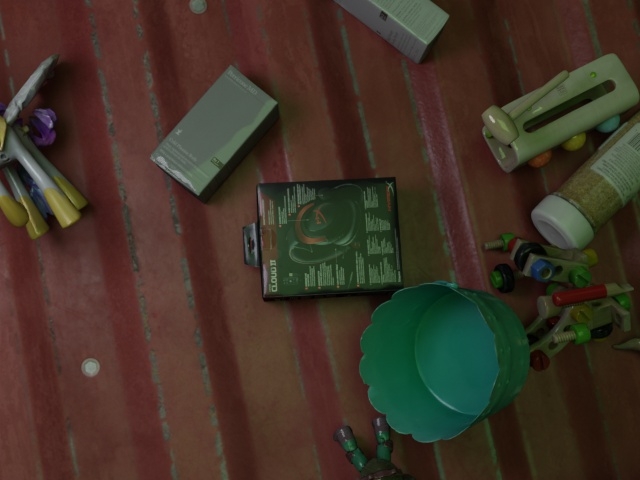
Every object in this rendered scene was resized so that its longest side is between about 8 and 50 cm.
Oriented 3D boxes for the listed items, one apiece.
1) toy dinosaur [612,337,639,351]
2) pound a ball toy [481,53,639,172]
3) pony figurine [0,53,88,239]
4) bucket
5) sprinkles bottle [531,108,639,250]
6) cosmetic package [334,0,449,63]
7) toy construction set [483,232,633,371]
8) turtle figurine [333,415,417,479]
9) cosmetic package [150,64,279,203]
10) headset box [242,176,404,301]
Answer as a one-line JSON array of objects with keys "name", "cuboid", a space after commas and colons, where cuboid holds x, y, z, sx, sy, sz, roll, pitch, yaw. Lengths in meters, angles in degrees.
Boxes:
[{"name": "toy dinosaur", "cuboid": [0.726, 0.185, 1.743, 0.296, 0.127, 0.200, -26, 91, -1]}, {"name": "pound a ball toy", "cuboid": [0.452, -0.231, 1.737, 0.319, 0.208, 0.135, -27, 84, -7]}, {"name": "pony figurine", "cuboid": [-0.563, -0.186, 1.633, 0.303, 0.351, 0.363, -32, 104, -4]}, {"name": "bucket", "cuboid": [0.226, 0.207, 1.622, 0.281, 0.183, 0.281, -1, 89, 34]}, {"name": "sprinkles bottle", "cuboid": [0.573, -0.130, 1.774, 0.355, 0.121, 0.121, -43, 86, -8]}, {"name": "cosmetic package", "cuboid": [0.133, -0.461, 1.797, 0.231, 0.117, 0.085, 36, 80, 3]}, {"name": "toy construction set", "cuboid": [0.476, 0.099, 1.660, 0.237, 0.309, 0.257, -10, 91, -10]}, {"name": "turtle figurine", "cuboid": [0.107, 0.441, 1.647, 0.175, 0.118, 0.234, -3, 55, -20]}, {"name": "cosmetic package", "cuboid": [-0.197, -0.202, 1.748, 0.127, 0.107, 0.238, 37, 85, 5]}, {"name": "headset box", "cuboid": [0.000, 0.000, 1.726, 0.293, 0.110, 0.218, -4, 82, -4]}]
